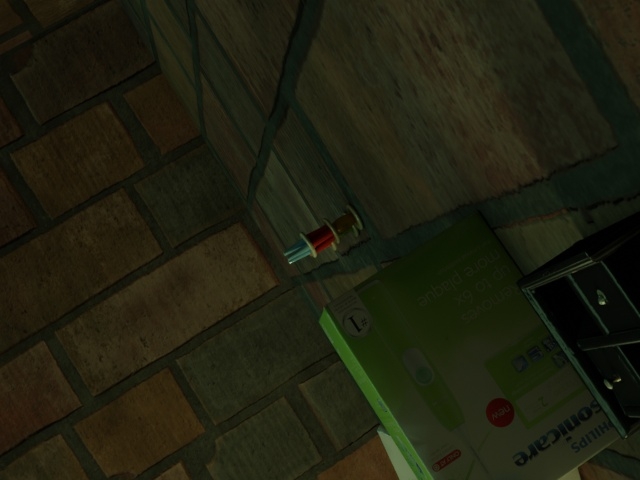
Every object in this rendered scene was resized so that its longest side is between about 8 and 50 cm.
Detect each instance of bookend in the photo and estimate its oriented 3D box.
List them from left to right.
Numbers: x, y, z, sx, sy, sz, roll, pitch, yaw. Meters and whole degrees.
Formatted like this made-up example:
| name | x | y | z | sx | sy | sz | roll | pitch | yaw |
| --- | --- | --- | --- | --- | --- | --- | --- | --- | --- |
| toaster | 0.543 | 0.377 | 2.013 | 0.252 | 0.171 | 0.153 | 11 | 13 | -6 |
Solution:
| name | x | y | z | sx | sy | sz | roll | pitch | yaw |
| --- | --- | --- | --- | --- | --- | --- | --- | --- | --- |
| bookend | 0.241 | 0.067 | 0.611 | 0.157 | 0.072 | 0.156 | 57 | 171 | 6 |

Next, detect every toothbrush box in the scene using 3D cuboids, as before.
| name | x | y | z | sx | sy | sz | roll | pitch | yaw |
| --- | --- | --- | --- | --- | --- | --- | --- | --- | --- |
| toothbrush box | 0.158 | 0.145 | 0.903 | 0.283 | 0.206 | 0.122 | 58 | 171 | 8 |

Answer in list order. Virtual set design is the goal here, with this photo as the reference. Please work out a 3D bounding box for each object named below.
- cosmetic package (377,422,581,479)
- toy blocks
| name | x | y | z | sx | sy | sz | roll | pitch | yaw |
| --- | --- | --- | --- | --- | --- | --- | --- | --- | --- |
| cosmetic package | 0.232 | 0.329 | 1.131 | 0.225 | 0.138 | 0.224 | 18 | 141 | 46 |
| toy blocks | 0.000 | 0.000 | 1.482 | 0.054 | 0.148 | 0.123 | 58 | 171 | 7 |
